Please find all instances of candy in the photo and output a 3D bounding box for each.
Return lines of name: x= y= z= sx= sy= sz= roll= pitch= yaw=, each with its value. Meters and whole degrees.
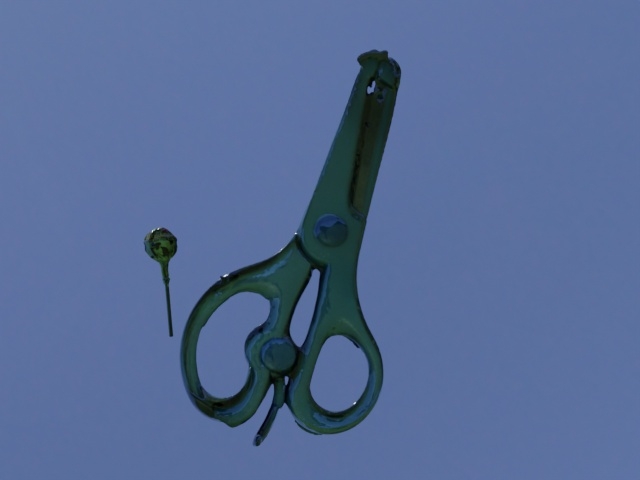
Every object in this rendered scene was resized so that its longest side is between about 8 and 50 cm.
candy: x=-0.119 y=0.032 z=1.187 sx=0.023 sy=0.083 sz=0.025 roll=-5 pitch=-4 yaw=18

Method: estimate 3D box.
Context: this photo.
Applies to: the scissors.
scissors: x=0.000 y=0.000 z=1.402 sx=0.180 sy=0.393 sz=0.032 roll=18 pitch=-21 yaw=0
